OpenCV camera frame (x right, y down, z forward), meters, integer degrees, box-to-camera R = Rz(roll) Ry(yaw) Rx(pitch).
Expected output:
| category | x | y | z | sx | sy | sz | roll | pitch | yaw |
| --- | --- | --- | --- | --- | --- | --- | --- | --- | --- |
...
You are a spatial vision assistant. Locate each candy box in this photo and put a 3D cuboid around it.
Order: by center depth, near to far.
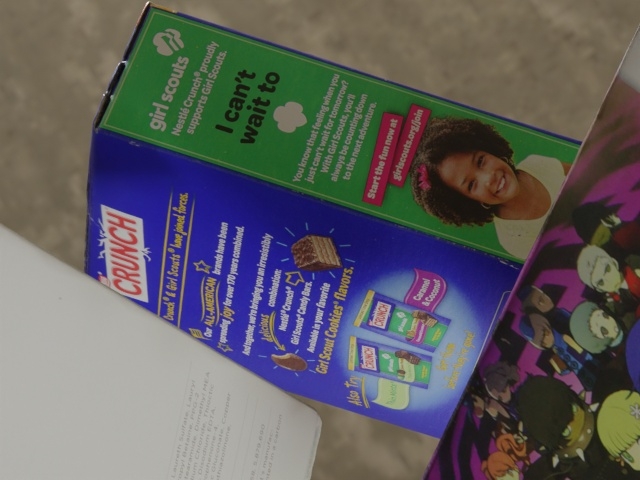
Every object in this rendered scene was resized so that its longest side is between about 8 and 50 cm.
| category | x | y | z | sx | sy | sz | roll | pitch | yaw |
| --- | --- | --- | --- | --- | --- | --- | --- | --- | --- |
| candy box | 0.000 | 0.000 | 1.370 | 0.317 | 0.122 | 0.268 | 17 | -32 | 2 |

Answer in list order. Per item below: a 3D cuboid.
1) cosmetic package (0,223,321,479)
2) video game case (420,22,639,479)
| category | x | y | z | sx | sy | sz | roll | pitch | yaw |
| --- | --- | --- | --- | --- | --- | --- | --- | --- | --- |
| cosmetic package | -0.188 | 0.100 | 1.021 | 0.385 | 0.217 | 0.156 | 41 | 57 | -55 |
| video game case | 0.143 | 0.069 | 0.566 | 0.210 | 0.042 | 0.232 | 39 | -53 | 23 |
